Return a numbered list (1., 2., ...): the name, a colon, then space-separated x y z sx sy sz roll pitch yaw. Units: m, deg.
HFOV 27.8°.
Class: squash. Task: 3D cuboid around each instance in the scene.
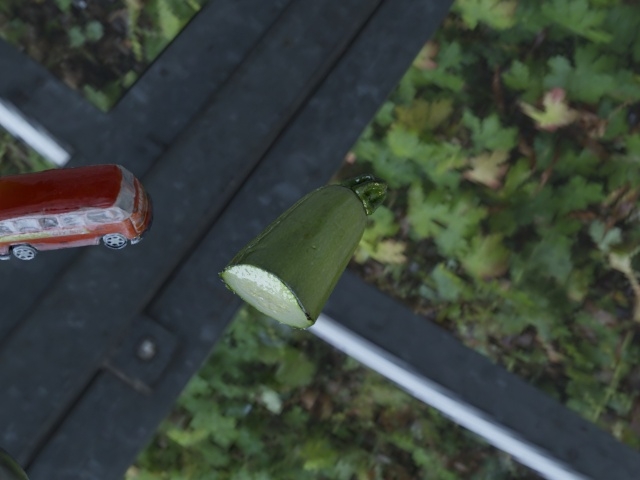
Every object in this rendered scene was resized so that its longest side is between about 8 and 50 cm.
1. squash: -0.013 0.004 1.624 0.137 0.287 0.137 16 130 20

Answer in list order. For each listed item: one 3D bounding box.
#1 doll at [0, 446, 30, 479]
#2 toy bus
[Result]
1. doll: -0.297 0.313 0.978 0.215 0.370 0.226 -19 158 13
2. toy bus: -0.269 -0.035 1.369 0.174 0.079 0.077 -6 146 8
